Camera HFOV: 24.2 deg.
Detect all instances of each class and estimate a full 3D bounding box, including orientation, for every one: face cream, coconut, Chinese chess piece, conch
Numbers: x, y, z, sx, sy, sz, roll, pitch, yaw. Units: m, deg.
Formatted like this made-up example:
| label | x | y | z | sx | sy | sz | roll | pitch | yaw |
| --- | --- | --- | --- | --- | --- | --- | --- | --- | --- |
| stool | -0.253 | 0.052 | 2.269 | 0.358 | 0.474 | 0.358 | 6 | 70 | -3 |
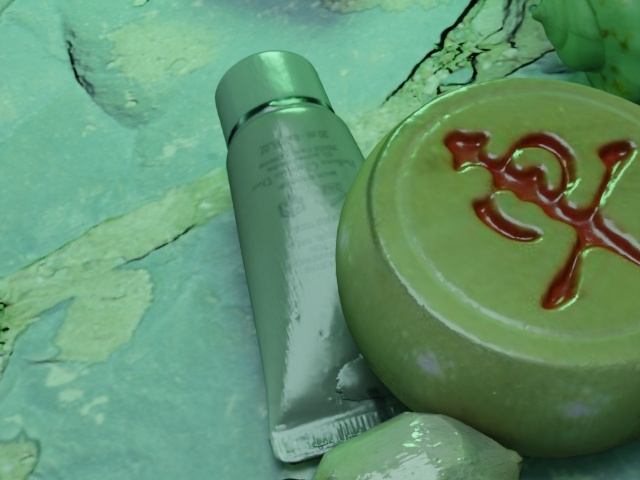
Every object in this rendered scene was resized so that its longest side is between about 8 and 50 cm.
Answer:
| label | x | y | z | sx | sy | sz | roll | pitch | yaw |
| --- | --- | --- | --- | --- | --- | --- | --- | --- | --- |
| face cream | 0.000 | 0.000 | 1.012 | 0.143 | 0.089 | 0.314 | -15 | 51 | -6 |
| coconut | 0.058 | 0.150 | 0.832 | 0.124 | 0.110 | 0.110 | -21 | 44 | -4 |
| Chinese chess piece | 0.134 | 0.011 | 0.914 | 0.251 | 0.097 | 0.251 | 3 | 51 | -4 |
| conch | 0.270 | -0.184 | 1.108 | 0.250 | 0.143 | 0.137 | -21 | 85 | -26 |

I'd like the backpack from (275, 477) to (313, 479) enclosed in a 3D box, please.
| label | x | y | z | sx | sy | sz | roll | pitch | yaw |
| --- | --- | --- | --- | --- | --- | --- | --- | --- | --- |
| backpack | -0.067 | 0.236 | 0.735 | 0.258 | 0.133 | 0.206 | -29 | 76 | -3 |
